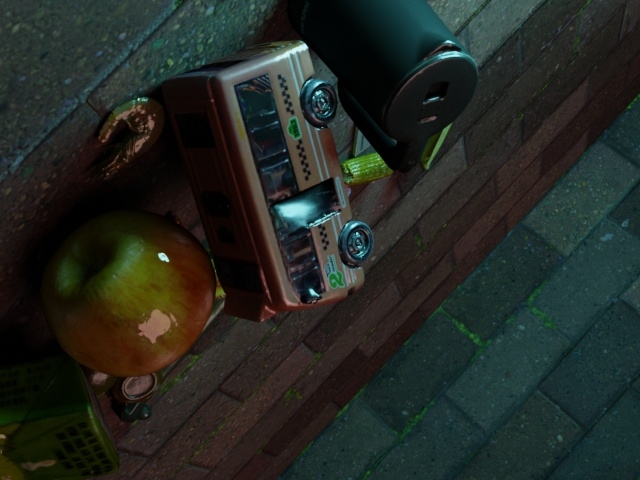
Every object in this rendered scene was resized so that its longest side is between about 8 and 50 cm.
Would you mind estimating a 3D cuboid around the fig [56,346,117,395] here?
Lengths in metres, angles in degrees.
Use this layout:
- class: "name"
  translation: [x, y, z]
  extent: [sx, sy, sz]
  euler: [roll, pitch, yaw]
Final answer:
- class: "fig"
  translation: [-0.475, 0.263, 1.674]
  extent: [0.124, 0.124, 0.236]
  euler: [-20, 164, -50]

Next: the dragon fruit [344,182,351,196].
- class: "dragon fruit"
  translation: [-0.001, -0.079, 1.968]
  extent: [0.096, 0.102, 0.147]
  euler: [-17, 133, -64]

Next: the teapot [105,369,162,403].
- class: "teapot"
  translation: [-0.409, 0.303, 1.890]
  extent: [0.129, 0.078, 0.098]
  euler: [-30, 113, -17]

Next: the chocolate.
- class: "chocolate"
  translation: [-0.520, 0.328, 1.503]
  extent: [0.288, 0.137, 0.301]
  euler: [-11, 147, -9]

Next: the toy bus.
- class: "toy bus"
  translation: [-0.085, -0.088, 1.395]
  extent: [0.233, 0.203, 0.427]
  euler: [-27, 111, -35]

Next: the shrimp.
- class: "shrimp"
  translation: [-0.306, -0.156, 1.340]
  extent: [0.162, 0.045, 0.095]
  euler: [-45, 158, -3]

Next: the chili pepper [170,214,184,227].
- class: "chili pepper"
  translation: [-0.306, 0.061, 1.685]
  extent: [0.272, 0.063, 0.071]
  euler: [-64, 178, 28]

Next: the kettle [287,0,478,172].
- class: "kettle"
  translation: [0.086, -0.300, 1.432]
  extent: [0.203, 0.308, 0.262]
  euler: [7, 132, -47]

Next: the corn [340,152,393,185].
- class: "corn"
  translation: [0.114, -0.171, 2.061]
  extent: [0.207, 0.068, 0.068]
  euler: [-22, 147, -50]

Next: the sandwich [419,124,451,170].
- class: "sandwich"
  translation: [0.277, -0.295, 2.142]
  extent: [0.090, 0.088, 0.244]
  euler: [-34, 152, -51]

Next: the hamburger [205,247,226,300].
- class: "hamburger"
  translation: [-0.233, 0.073, 1.799]
  extent: [0.166, 0.087, 0.137]
  euler: [-8, 135, -58]

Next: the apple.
- class: "apple"
  translation: [-0.318, 0.082, 1.427]
  extent: [0.286, 0.286, 0.233]
  euler: [-45, 145, -7]

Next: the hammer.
- class: "hammer"
  translation: [-0.317, 0.245, 1.995]
  extent: [0.440, 0.044, 0.168]
  euler: [-50, 160, 2]

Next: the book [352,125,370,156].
- class: "book"
  translation: [0.143, -0.282, 2.004]
  extent: [0.181, 0.014, 0.127]
  euler: [-39, 157, -23]
